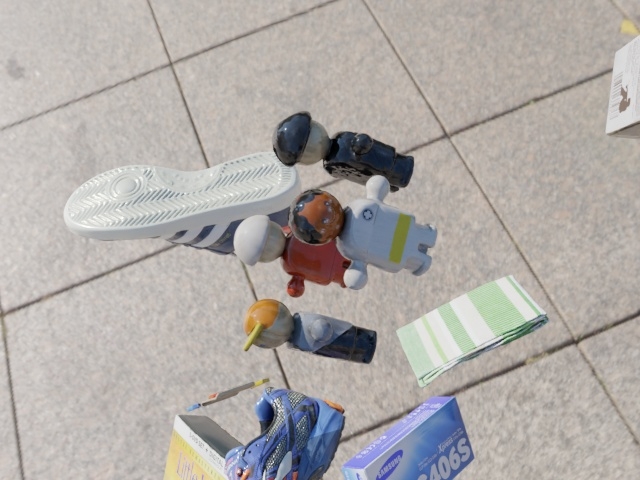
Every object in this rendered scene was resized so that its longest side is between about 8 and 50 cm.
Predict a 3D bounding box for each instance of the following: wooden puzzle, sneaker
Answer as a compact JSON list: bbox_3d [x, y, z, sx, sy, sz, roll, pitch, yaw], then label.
[{"bbox_3d":[-0.142,0.234,1.028,0.116,0.078,0.014,-11,73,-41],"label":"wooden puzzle"},{"bbox_3d":[-0.198,-0.031,1.009,0.349,0.148,0.131,-5,55,2],"label":"sneaker"},{"bbox_3d":[-0.051,0.222,0.581,0.087,0.083,0.221,30,41,-6],"label":"sneaker"}]

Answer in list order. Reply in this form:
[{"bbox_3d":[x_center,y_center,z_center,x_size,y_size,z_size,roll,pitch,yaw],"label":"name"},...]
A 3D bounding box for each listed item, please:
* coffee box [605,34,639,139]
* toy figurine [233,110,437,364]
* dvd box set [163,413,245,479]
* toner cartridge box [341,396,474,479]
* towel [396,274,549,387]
[{"bbox_3d":[0.454,-0.185,0.736,0.168,0.297,0.119,6,91,4],"label":"coffee box"},{"bbox_3d":[0.000,0.000,0.671,0.148,0.213,0.210,17,35,-17],"label":"toy figurine"},{"bbox_3d":[-0.169,0.495,0.943,0.307,0.062,0.421,10,88,59],"label":"dvd box set"},{"bbox_3d":[0.208,0.500,1.508,0.347,0.075,0.165,-23,95,-43],"label":"toner cartridge box"},{"bbox_3d":[0.350,0.205,1.589,0.324,0.038,0.248,-29,22,6],"label":"towel"}]
